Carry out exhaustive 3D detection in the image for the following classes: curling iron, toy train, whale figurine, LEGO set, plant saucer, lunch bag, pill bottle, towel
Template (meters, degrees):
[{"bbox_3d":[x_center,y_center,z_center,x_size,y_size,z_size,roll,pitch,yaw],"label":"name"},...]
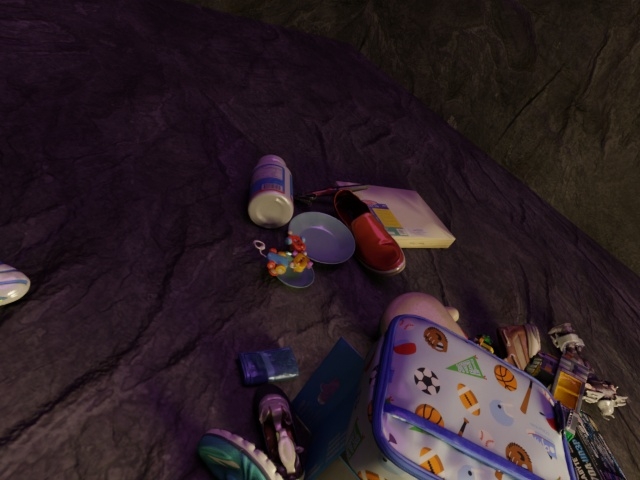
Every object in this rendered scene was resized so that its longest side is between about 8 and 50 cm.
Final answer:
[{"bbox_3d":[0.040,-0.148,1.368,0.273,0.035,0.068,-13,42,-27],"label":"curling iron"},{"bbox_3d":[-0.090,0.037,1.054,0.166,0.046,0.125,-9,50,-47],"label":"toy train"},{"bbox_3d":[0.261,0.247,1.001,0.271,0.141,0.216,33,55,11],"label":"whale figurine"},{"bbox_3d":[0.352,0.308,0.833,0.254,0.332,0.192,21,38,29],"label":"LEGO set"},{"bbox_3d":[-0.073,0.077,1.073,0.119,0.021,0.119,21,36,-16],"label":"plant saucer"},{"bbox_3d":[0.190,0.252,0.558,0.303,0.115,0.243,28,37,-3],"label":"lunch bag"},{"bbox_3d":[-0.139,-0.147,1.211,0.124,0.124,0.222,18,36,-19],"label":"pill bottle"},{"bbox_3d":[0.000,0.000,1.195,0.194,0.037,0.195,13,45,-13],"label":"plant saucer"},{"bbox_3d":[-0.101,0.245,0.838,0.119,0.029,0.067,4,44,-35],"label":"towel"}]

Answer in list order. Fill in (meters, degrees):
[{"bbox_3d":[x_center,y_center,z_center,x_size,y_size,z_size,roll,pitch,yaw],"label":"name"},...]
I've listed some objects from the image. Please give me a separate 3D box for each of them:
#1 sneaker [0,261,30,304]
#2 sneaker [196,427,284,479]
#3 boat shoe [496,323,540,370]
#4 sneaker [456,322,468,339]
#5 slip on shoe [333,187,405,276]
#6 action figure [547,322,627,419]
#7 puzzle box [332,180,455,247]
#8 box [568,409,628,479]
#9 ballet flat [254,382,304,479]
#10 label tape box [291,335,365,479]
[{"bbox_3d":[-0.583,0.025,0.657,0.239,0.126,0.091,15,38,-21],"label":"sneaker"},{"bbox_3d":[-0.095,0.391,0.605,0.109,0.107,0.275,-25,63,-41],"label":"sneaker"},{"bbox_3d":[0.509,0.358,1.109,0.116,0.123,0.325,2,41,17],"label":"boat shoe"},{"bbox_3d":[0.365,0.320,1.067,0.118,0.107,0.279,23,34,-46],"label":"sneaker"},{"bbox_3d":[0.129,-0.028,1.251,0.331,0.123,0.101,58,-2,34],"label":"slip on shoe"},{"bbox_3d":[0.788,0.394,1.280,0.185,0.099,0.285,23,39,-25],"label":"action figure"},{"bbox_3d":[0.256,-0.087,1.500,0.408,0.052,0.272,2,45,-36],"label":"puzzle box"},{"bbox_3d":[0.645,0.508,1.026,0.175,0.051,0.220,31,32,-29],"label":"box"},{"bbox_3d":[-0.068,0.320,0.723,0.074,0.074,0.203,10,38,-28],"label":"ballet flat"},{"bbox_3d":[0.077,0.353,0.657,0.333,0.241,0.105,42,38,16],"label":"label tape box"}]
